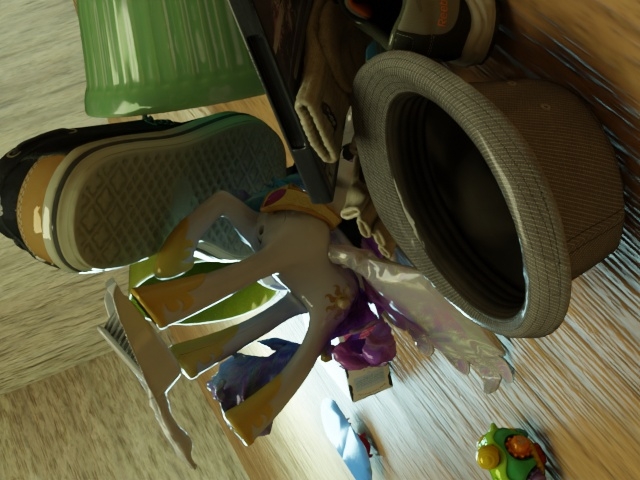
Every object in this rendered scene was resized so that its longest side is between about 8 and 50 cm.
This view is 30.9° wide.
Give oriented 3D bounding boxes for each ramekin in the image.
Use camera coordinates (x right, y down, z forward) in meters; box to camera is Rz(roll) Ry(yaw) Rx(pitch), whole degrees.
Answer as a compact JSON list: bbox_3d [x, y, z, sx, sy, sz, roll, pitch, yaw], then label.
[{"bbox_3d":[-0.142,-0.248,1.376,0.303,0.303,0.148,-153,51,-69],"label":"ramekin"}]

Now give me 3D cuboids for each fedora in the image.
[{"bbox_3d":[0.147,-0.052,0.937,0.275,0.124,0.244,38,148,57],"label":"fedora"}]

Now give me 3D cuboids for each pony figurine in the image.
[{"bbox_3d":[0.008,0.046,1.272,0.303,0.363,0.351,27,153,58],"label":"pony figurine"}]

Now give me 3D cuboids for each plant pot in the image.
[{"bbox_3d":[-0.224,-0.035,2.109,0.275,0.275,0.293,99,163,-63],"label":"plant pot"}]

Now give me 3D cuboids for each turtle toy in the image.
[{"bbox_3d":[0.215,0.253,1.240,0.130,0.066,0.095,65,-171,2],"label":"turtle toy"}]

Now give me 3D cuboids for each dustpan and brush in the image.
[{"bbox_3d":[-0.177,0.141,1.206,0.211,0.060,0.147,52,167,-5],"label":"dustpan and brush"}]

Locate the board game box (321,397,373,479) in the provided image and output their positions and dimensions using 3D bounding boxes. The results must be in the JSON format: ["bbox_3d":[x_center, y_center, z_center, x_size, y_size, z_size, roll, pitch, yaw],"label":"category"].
[{"bbox_3d":[0.057,0.343,2.007,0.169,0.033,0.133,54,155,30],"label":"board game box"}]

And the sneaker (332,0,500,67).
[{"bbox_3d":[0.048,-0.248,1.018,0.271,0.108,0.100,55,145,39],"label":"sneaker"}]

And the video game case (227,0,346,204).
[{"bbox_3d":[-0.025,-0.196,1.046,0.274,0.026,0.196,66,-156,-44],"label":"video game case"}]

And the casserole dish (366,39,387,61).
[{"bbox_3d":[0.048,-0.254,1.184,0.114,0.037,0.188,49,157,53],"label":"casserole dish"}]

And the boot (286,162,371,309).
[{"bbox_3d":[0.000,0.000,1.589,0.207,0.094,0.246,141,113,-71],"label":"boot"}]

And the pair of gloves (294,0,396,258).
[{"bbox_3d":[0.035,-0.116,1.099,0.240,0.042,0.204,57,-144,-46],"label":"pair of gloves"}]

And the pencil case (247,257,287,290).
[{"bbox_3d":[-0.096,-0.032,1.840,0.273,0.124,0.113,49,155,51],"label":"pencil case"}]

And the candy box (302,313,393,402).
[{"bbox_3d":[0.027,0.112,1.703,0.165,0.070,0.196,-136,29,-58],"label":"candy box"}]

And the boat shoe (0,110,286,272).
[{"bbox_3d":[-0.187,-0.061,1.340,0.156,0.500,0.187,11,101,26],"label":"boat shoe"}]
